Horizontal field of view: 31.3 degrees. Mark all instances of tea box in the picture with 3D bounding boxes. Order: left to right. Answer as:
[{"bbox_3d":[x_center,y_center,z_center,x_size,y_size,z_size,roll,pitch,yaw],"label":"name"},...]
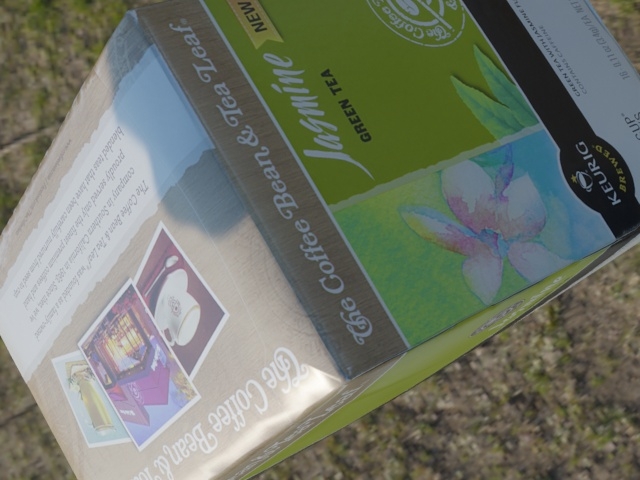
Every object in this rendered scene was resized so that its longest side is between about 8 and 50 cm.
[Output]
[{"bbox_3d":[0.000,0.000,0.739,0.220,0.323,0.329,58,141,10],"label":"tea box"}]
